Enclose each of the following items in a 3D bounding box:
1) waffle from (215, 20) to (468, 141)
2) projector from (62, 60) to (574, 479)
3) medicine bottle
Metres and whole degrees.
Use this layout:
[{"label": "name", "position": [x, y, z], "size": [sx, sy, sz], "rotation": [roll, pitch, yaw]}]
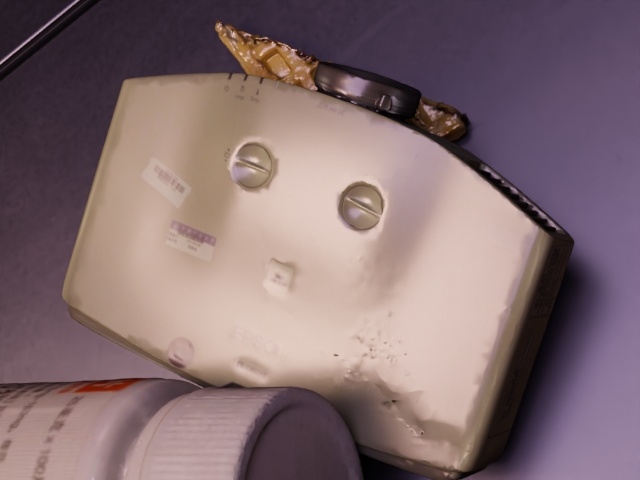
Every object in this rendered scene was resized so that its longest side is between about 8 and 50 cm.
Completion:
[{"label": "waffle", "position": [0.010, -0.099, 0.983], "size": [0.097, 0.023, 0.152], "rotation": [-37, 69, 7]}, {"label": "projector", "position": [0.000, 0.000, 0.911], "size": [0.270, 0.088, 0.193], "rotation": [22, 100, 22]}, {"label": "medicine bottle", "position": [-0.112, 0.145, 0.878], "size": [0.252, 0.144, 0.144], "rotation": [-4, 76, 35]}]
